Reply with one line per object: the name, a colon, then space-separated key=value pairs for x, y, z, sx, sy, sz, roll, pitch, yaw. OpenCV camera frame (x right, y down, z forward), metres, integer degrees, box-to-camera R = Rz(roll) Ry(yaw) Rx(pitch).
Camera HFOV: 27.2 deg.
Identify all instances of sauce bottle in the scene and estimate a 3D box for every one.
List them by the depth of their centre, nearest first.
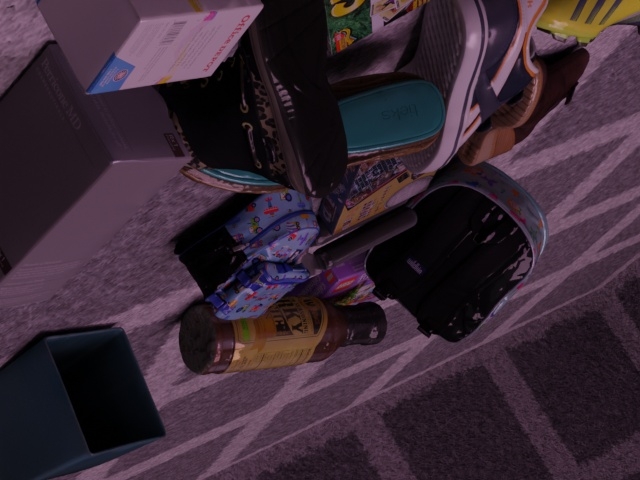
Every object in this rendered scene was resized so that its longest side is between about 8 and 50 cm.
sauce bottle: x=-0.050 y=0.139 z=2.036 sx=0.344 sy=0.111 sz=0.111 roll=-4 pitch=151 yaw=-39

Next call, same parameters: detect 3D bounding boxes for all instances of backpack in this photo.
backpack: x=-0.072 y=0.008 z=1.675 sx=0.173 sy=0.117 sz=0.158 roll=-38 pitch=165 yaw=13
backpack: x=0.222 y=0.003 z=2.029 sx=0.253 sy=0.225 sz=0.191 roll=-50 pitch=178 yaw=40

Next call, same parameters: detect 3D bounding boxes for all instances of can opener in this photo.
can opener: x=0.000 y=0.000 z=1.918 sx=0.283 sy=0.076 sz=0.095 roll=-27 pitch=-163 yaw=-18

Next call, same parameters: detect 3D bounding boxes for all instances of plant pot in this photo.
plant pot: x=-0.371 y=0.245 z=1.794 sx=0.234 sy=0.165 sz=0.165 roll=-29 pitch=167 yaw=26

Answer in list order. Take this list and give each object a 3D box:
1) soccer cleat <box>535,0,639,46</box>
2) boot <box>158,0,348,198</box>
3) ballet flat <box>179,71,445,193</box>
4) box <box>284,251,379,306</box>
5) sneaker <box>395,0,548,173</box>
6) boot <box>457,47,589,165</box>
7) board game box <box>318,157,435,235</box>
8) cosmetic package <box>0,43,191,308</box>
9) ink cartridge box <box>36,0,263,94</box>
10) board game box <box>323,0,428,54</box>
soccer cleat: x=0.343 y=-0.304 z=1.576 sx=0.289 sy=0.093 sz=0.121 roll=-13 pitch=127 yaw=-37
boot: x=-0.078 y=-0.153 z=1.153 sx=0.179 sy=0.236 sz=0.085 roll=9 pitch=-147 yaw=40
ballet flat: x=-0.031 y=-0.114 z=1.385 sx=0.342 sy=0.116 sz=0.124 roll=-15 pitch=-176 yaw=-32
box: x=0.082 y=0.054 z=2.223 sx=0.293 sy=0.057 sz=0.201 roll=-19 pitch=160 yaw=-37
sneaker: x=0.168 y=-0.185 z=1.495 sx=0.128 sy=0.126 sz=0.321 roll=-19 pitch=160 yaw=-19
boot: x=0.287 y=-0.214 z=1.769 sx=0.207 sy=0.090 sz=0.248 roll=-37 pitch=168 yaw=-27
board game box: x=0.092 y=-0.101 z=1.778 sx=0.165 sy=0.042 sz=0.243 roll=-26 pitch=164 yaw=-18
cosmetic package: x=-0.235 y=-0.052 z=1.147 sx=0.107 sy=0.127 sz=0.238 roll=-11 pitch=154 yaw=-51
ink cartridge box: x=-0.124 y=-0.181 z=1.013 sx=0.143 sy=0.090 sz=0.092 roll=-17 pitch=160 yaw=-46
board game box: x=0.055 y=-0.263 z=1.216 sx=0.136 sy=0.030 sz=0.259 roll=-28 pitch=165 yaw=-4
